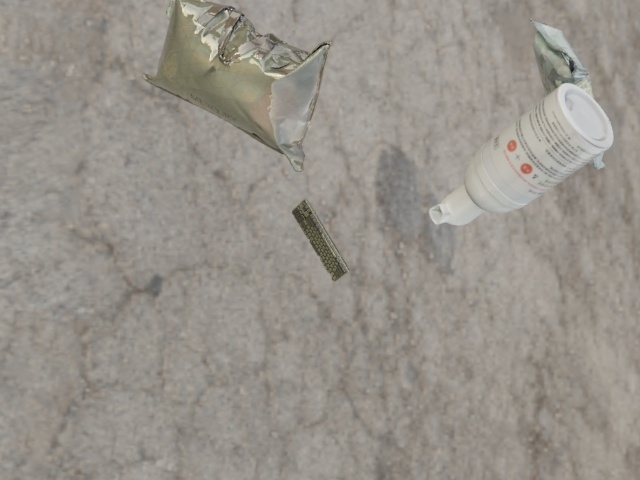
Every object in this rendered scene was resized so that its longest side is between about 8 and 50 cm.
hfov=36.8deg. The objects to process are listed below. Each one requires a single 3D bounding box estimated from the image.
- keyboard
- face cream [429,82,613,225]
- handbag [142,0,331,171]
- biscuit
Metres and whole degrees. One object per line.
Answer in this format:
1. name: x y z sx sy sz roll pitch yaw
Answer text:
1. keyboard: 0.000 0.000 1.450 0.015 0.049 0.129 -28 84 -28
2. face cream: 0.363 -0.136 1.822 0.145 0.370 0.145 23 49 -29
3. handbag: -0.109 -0.228 1.273 0.117 0.270 0.182 -34 150 -59
4. biscuit: 0.505 -0.291 1.951 0.186 0.079 0.309 -108 172 -46
